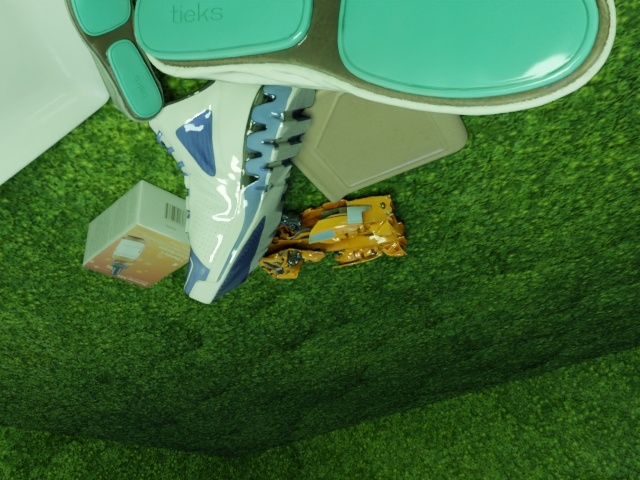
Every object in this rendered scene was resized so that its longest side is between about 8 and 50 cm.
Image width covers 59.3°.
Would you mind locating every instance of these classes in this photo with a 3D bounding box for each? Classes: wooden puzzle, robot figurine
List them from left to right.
[{"bbox_3d":[0.000,0.000,1.006,0.291,0.084,0.211,-13,155,15],"label":"robot figurine"},{"bbox_3d":[0.072,-0.164,0.816,0.239,0.044,0.221,-24,143,20],"label":"wooden puzzle"}]

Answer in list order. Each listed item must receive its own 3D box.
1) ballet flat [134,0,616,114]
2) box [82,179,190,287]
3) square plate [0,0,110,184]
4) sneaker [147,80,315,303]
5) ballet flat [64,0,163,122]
[{"bbox_3d":[0.029,-0.179,0.477,0.401,0.139,0.139,11,155,25],"label":"ballet flat"},{"bbox_3d":[-0.299,-0.005,0.961,0.171,0.090,0.130,-30,141,33],"label":"box"},{"bbox_3d":[-0.391,-0.164,0.538,0.049,0.347,0.344,34,155,16],"label":"square plate"},{"bbox_3d":[-0.140,-0.093,0.751,0.182,0.127,0.315,25,106,13],"label":"sneaker"},{"bbox_3d":[-0.239,-0.231,0.625,0.072,0.068,0.213,-35,135,-26],"label":"ballet flat"}]
